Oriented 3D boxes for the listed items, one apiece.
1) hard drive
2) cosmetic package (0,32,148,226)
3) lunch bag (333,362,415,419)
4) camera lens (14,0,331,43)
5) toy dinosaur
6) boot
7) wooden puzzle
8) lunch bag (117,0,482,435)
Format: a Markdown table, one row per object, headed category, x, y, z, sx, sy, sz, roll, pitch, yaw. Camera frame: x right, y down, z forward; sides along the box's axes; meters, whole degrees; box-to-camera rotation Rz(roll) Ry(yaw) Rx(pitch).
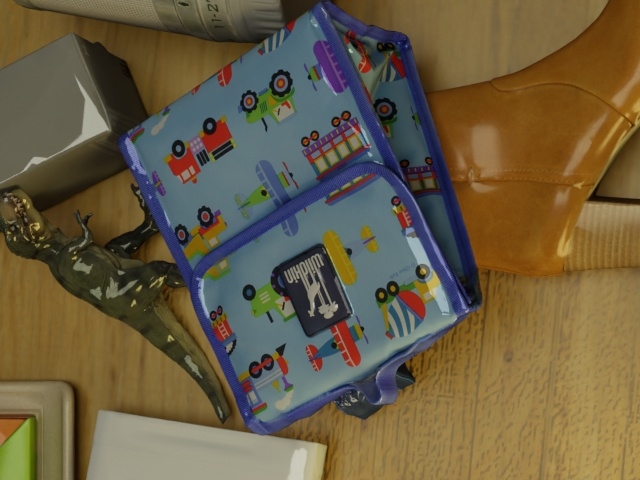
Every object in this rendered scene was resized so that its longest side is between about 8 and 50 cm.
| category | x | y | z | sx | sy | sz | roll | pitch | yaw |
| --- | --- | --- | --- | --- | --- | --- | --- | --- | --- |
| hard drive | -0.117 | 0.308 | 1.583 | 0.203 | 0.040 | 0.308 | 7 | 83 | 20 |
| cosmetic package | -0.272 | -0.077 | 1.625 | 0.238 | 0.127 | 0.107 | -23 | 78 | 14 |
| lunch bag | 0.034 | 0.100 | 1.546 | 0.065 | 0.098 | 0.067 | -38 | 73 | 7 |
| camera lens | -0.130 | -0.283 | 1.550 | 0.274 | 0.219 | 0.219 | 11 | 90 | 15 |
| toy dinosaur | -0.152 | 0.027 | 1.613 | 0.268 | 0.064 | 0.118 | 40 | 75 | -8 |
| boot | 0.175 | -0.118 | 1.520 | 0.211 | 0.104 | 0.295 | 4 | 92 | 15 |
| wooden puzzle | -0.328 | 0.235 | 1.663 | 0.238 | 0.044 | 0.221 | -2 | 87 | 15 |
| lunch bag | 0.000 | 0.000 | 1.492 | 0.221 | 0.138 | 0.293 | -32 | 67 | 26 |
